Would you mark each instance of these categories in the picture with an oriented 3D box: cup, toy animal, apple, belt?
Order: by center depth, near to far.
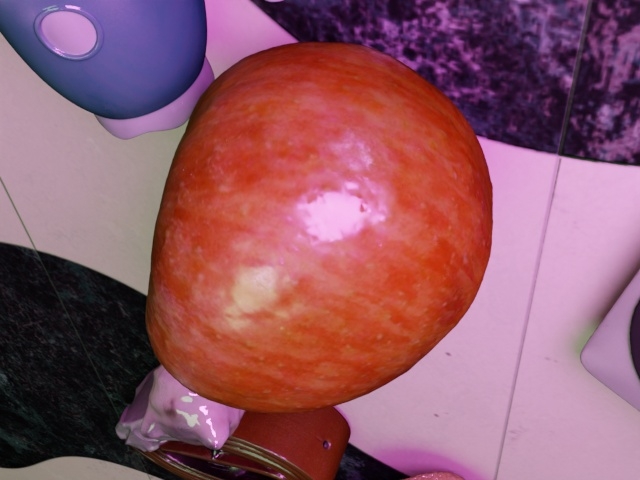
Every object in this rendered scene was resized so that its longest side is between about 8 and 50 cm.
[{"bbox_3d":[-0.164,-0.176,0.605,0.299,0.167,0.173,-10,139,10],"label":"cup"},{"bbox_3d":[0.000,0.000,0.618,0.250,0.277,0.309,13,157,-7],"label":"apple"},{"bbox_3d":[-0.085,0.133,0.893,0.308,0.188,0.266,9,129,28],"label":"toy animal"},{"bbox_3d":[-0.131,0.284,1.126,0.338,0.122,0.217,8,139,23],"label":"belt"}]

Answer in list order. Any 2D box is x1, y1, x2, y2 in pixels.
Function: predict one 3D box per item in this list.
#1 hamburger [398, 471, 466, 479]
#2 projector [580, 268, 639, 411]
[{"bbox_3d":[0.126,0.430,1.083,0.286,0.146,0.243,5,131,-7],"label":"hamburger"},{"bbox_3d":[0.371,0.095,0.612,0.259,0.079,0.257,40,145,22],"label":"projector"}]
